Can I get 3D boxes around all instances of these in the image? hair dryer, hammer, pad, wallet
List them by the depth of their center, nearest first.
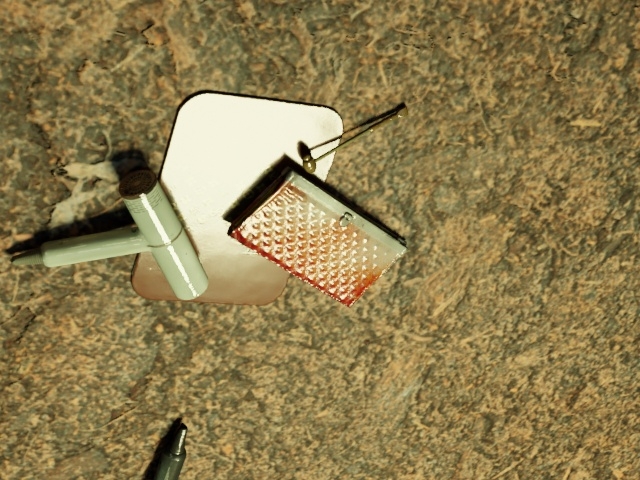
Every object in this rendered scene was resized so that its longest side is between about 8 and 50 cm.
[{"bbox_3d":[-0.225,0.018,1.199,0.183,0.044,0.155,-18,130,6],"label":"hair dryer"},{"bbox_3d":[0.036,-0.106,1.201,0.123,0.014,0.029,-30,143,-1],"label":"hammer"},{"bbox_3d":[-0.090,-0.035,1.224,0.181,0.004,0.267,4,126,-23],"label":"pad"},{"bbox_3d":[0.000,0.000,1.268,0.103,0.020,0.196,-44,131,16],"label":"wallet"},{"bbox_3d":[-0.179,0.309,1.456,0.173,0.050,0.195,18,117,-34],"label":"hair dryer"}]
